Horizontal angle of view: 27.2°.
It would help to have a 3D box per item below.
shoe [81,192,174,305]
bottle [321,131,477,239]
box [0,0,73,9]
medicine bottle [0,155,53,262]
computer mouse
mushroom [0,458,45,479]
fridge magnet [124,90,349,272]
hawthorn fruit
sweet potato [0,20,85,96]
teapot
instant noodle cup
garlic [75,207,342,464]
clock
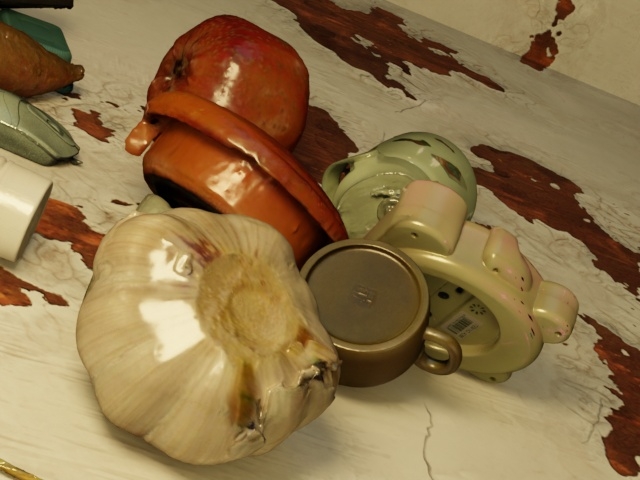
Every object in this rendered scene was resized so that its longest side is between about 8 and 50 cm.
[{"bbox_3d":[-0.202,0.039,1.731,0.159,0.124,0.316,26,19,-5],"label":"shoe"},{"bbox_3d":[0.117,-0.053,2.127,0.229,0.229,0.351,31,18,9],"label":"bottle"},{"bbox_3d":[-0.605,-0.426,2.247,0.211,0.058,0.350,5,8,33],"label":"box"},{"bbox_3d":[-0.466,-0.071,1.655,0.237,0.139,0.139,24,23,-5],"label":"medicine bottle"},{"bbox_3d":[-0.455,-0.180,1.985,0.229,0.068,0.113,22,25,-11],"label":"computer mouse"},{"bbox_3d":[-0.385,0.204,1.316,0.286,0.028,0.026,24,-19,-9],"label":"mushroom"},{"bbox_3d":[-0.112,-0.068,1.877,0.363,0.155,0.363,35,-14,10],"label":"fridge magnet"},{"bbox_3d":[-0.143,-0.231,2.197,0.275,0.275,0.299,43,18,33],"label":"hawthorn fruit"},{"bbox_3d":[-0.518,-0.291,2.083,0.336,0.131,0.131,-1,36,-50],"label":"sweet potato"},{"bbox_3d":[0.063,0.120,1.785,0.267,0.175,0.185,21,59,11],"label":"teapot"},{"bbox_3d":[-0.497,-0.331,2.264,0.157,0.070,0.179,15,24,-29],"label":"instant noodle cup"},{"bbox_3d":[-0.132,0.107,1.510,0.322,0.241,0.322,37,23,-19],"label":"garlic"},{"bbox_3d":[0.192,0.073,1.905,0.309,0.284,0.114,31,53,-8],"label":"clock"}]
